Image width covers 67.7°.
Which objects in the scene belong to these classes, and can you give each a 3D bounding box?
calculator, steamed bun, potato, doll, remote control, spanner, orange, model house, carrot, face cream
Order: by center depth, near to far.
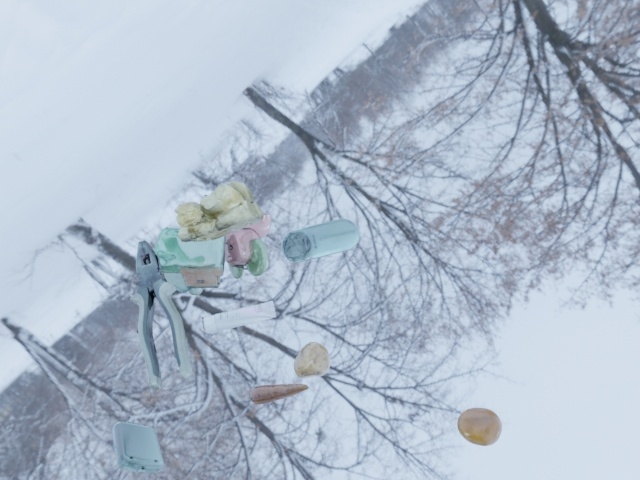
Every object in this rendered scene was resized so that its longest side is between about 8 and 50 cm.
[{"bbox_3d":[-0.342,0.142,0.995,0.095,0.325,0.040,-19,155,-4],"label":"spanner"},{"bbox_3d":[-0.226,-0.069,1.095,0.177,0.106,0.192,-18,178,22],"label":"steamed bun"},{"bbox_3d":[-0.098,0.362,1.139,0.216,0.048,0.048,-25,-158,42],"label":"carrot"},{"bbox_3d":[-0.025,0.375,1.486,0.112,0.112,0.147,-54,179,-40],"label":"potato"},{"bbox_3d":[0.000,0.000,1.488,0.247,0.104,0.052,-13,180,-1],"label":"remote control"},{"bbox_3d":[-0.573,0.644,1.495,0.246,0.141,0.045,28,-88,58],"label":"calculator"},{"bbox_3d":[-0.273,0.260,1.608,0.243,0.058,0.092,-13,-148,-7],"label":"face cream"},{"bbox_3d":[0.578,0.677,1.732,0.156,0.124,0.156,-7,172,-1],"label":"orange"},{"bbox_3d":[-0.523,0.111,1.969,0.325,0.267,0.194,101,-12,-55],"label":"model house"},{"bbox_3d":[-0.311,0.025,2.051,0.216,0.269,0.284,-3,176,-42],"label":"doll"}]
